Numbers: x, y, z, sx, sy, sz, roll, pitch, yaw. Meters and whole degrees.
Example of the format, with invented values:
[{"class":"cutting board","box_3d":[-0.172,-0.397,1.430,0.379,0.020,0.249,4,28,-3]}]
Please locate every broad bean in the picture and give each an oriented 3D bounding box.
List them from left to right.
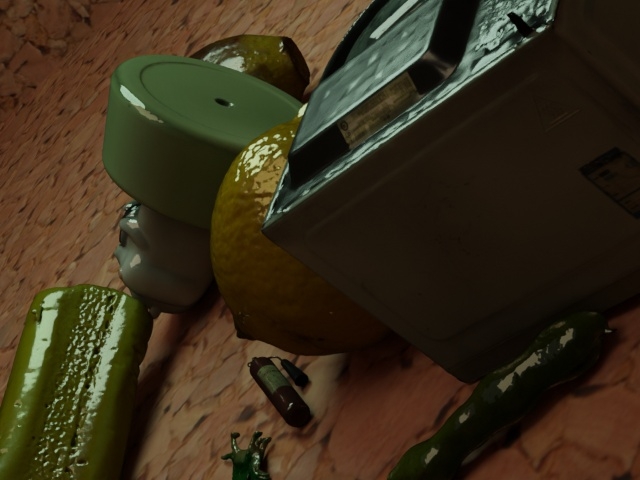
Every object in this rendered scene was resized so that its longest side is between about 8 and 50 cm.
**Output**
[{"class":"broad bean","box_3d":[0.146,0.144,1.240,0.256,0.052,0.053,-45,-18,21]}]

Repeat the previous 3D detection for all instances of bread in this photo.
[{"class":"bread","box_3d":[-0.316,0.224,1.822,0.112,0.166,0.383,100,178,-51]}]

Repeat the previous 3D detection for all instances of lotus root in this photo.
[{"class":"lotus root","box_3d":[-0.130,-0.186,2.119,0.291,0.193,0.193,-42,24,27]}]

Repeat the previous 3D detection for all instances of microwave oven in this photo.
[{"class":"microwave oven","box_3d":[0.170,-0.085,1.249,0.355,0.286,0.218,-35,26,42]}]

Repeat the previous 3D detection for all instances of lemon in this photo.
[{"class":"lemon","box_3d":[0.000,-0.008,1.481,0.228,0.229,0.253,-125,37,-67]}]

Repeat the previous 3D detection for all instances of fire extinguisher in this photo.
[{"class":"fire extinguisher","box_3d":[-0.043,0.153,1.596,0.049,0.035,0.173,-54,25,2]}]

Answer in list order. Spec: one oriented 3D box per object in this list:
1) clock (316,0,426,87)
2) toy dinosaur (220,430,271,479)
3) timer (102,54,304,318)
[{"class":"clock","box_3d":[0.121,-0.251,1.864,0.319,0.066,0.319,-41,24,22]},{"class":"toy dinosaur","box_3d":[-0.085,0.235,1.560,0.120,0.029,0.060,-16,52,55]},{"class":"timer","box_3d":[-0.174,-0.046,1.915,0.290,0.291,0.315,-103,32,-62]}]
